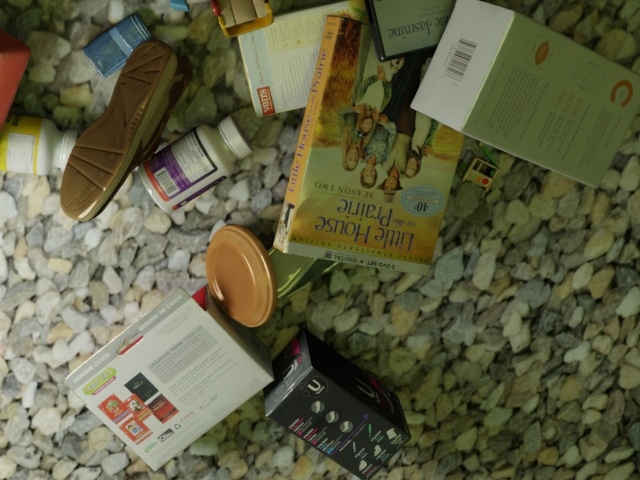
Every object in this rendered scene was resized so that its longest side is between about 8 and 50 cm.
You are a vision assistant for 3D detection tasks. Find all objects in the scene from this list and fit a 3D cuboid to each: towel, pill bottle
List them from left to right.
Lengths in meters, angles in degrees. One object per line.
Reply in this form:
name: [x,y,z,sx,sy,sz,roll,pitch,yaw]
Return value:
pill bottle: [-0.523,-0.169,1.743,0.184,0.103,0.103,7,111,-11]
towel: [-0.352,-0.341,1.736,0.119,0.029,0.067,-32,112,6]
pill bottle: [-0.223,-0.142,1.794,0.193,0.108,0.108,-31,113,5]

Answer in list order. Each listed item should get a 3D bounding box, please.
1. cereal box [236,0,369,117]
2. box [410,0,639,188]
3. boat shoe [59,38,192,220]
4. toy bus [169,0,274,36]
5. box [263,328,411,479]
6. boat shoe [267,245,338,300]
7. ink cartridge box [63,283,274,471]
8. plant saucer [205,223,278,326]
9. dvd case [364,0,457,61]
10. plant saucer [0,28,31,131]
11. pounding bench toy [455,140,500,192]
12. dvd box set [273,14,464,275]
cereal box: [-0.019,-0.331,1.777,0.240,0.047,0.173,-12,112,-2]
box: [0.369,-0.257,1.738,0.345,0.168,0.215,17,103,-32]
boat shoe: [-0.328,-0.177,1.734,0.123,0.123,0.342,32,82,-57]
toy bus: [-0.148,-0.447,1.679,0.190,0.104,0.202,29,89,1]
box: [0.030,0.332,1.995,0.270,0.165,0.143,37,103,-20]
boat shoe: [0.000,0.000,1.906,0.319,0.099,0.116,-41,77,-3]
ink cartridge box: [-0.294,0.245,1.933,0.309,0.130,0.272,-38,111,8]
plant saucer: [-0.155,0.069,1.851,0.037,0.200,0.200,-18,119,-39]
dvd case: [0.150,-0.448,1.700,0.180,0.022,0.253,-18,100,-24]
plant saucer: [-0.635,-0.263,1.652,0.258,0.047,0.259,31,107,13]
pounding bench toy: [0.312,-0.145,1.899,0.065,0.052,0.083,24,107,-17]
dvd box set: [0.106,-0.161,1.780,0.307,0.062,0.421,11,99,-26]
